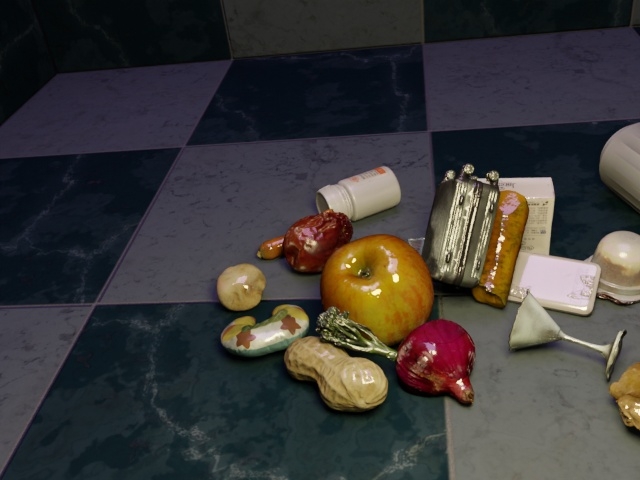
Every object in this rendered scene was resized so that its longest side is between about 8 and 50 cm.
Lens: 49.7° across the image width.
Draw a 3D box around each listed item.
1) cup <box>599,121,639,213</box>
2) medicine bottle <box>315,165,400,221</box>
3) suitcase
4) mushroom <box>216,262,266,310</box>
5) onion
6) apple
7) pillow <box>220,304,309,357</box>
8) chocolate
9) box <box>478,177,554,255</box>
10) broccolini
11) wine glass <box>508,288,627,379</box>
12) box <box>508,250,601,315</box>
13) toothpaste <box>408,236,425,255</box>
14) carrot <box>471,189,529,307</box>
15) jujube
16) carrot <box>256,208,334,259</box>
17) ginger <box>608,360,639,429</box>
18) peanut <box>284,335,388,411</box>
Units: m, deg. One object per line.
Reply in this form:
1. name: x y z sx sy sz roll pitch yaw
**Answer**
1. cup: 1.031 -0.180 2.033 0.322 0.237 0.327 13 27 -22
2. medicine bottle: 0.120 -0.138 2.212 0.252 0.145 0.144 -22 37 -20
3. suitcase: 0.355 -0.031 1.787 0.128 0.313 0.202 13 -1 -8
4. mushroom: -0.221 0.129 1.920 0.147 0.112 0.148 -7 36 5
5. onion: 0.282 0.284 1.583 0.195 0.140 0.218 -14 38 -21
6. apple: 0.140 0.114 1.725 0.301 0.302 0.302 -6 34 4
7. pillow: -0.143 0.231 1.781 0.233 0.086 0.214 -17 16 -9
8. chocolate: 0.779 0.055 1.791 0.221 0.147 0.221 -6 38 4
9. box: 0.516 -0.067 1.970 0.274 0.203 0.116 0 36 12
10. broccolini: 0.081 0.229 1.601 0.202 0.068 0.091 33 67 1
11. wine glass: 0.570 0.225 1.595 0.232 0.156 0.156 18 42 28
12. box: 0.571 0.104 1.801 0.284 0.044 0.142 10 72 28
13. toothpaste: 0.283 0.048 2.004 0.056 0.036 0.205 -4 30 9
14. carrot: 0.465 0.017 1.798 0.114 0.114 0.302 10 75 25
15. jujube: 0.000 0.000 2.027 0.168 0.168 0.236 23 39 37
16. carrot: -0.072 -0.012 2.112 0.271 0.066 0.062 -26 -2 -6
17. ginger: 0.717 0.349 1.392 0.218 0.123 0.270 -6 34 -2
18. peanut: 0.027 0.308 1.604 0.298 0.120 0.136 23 68 42
